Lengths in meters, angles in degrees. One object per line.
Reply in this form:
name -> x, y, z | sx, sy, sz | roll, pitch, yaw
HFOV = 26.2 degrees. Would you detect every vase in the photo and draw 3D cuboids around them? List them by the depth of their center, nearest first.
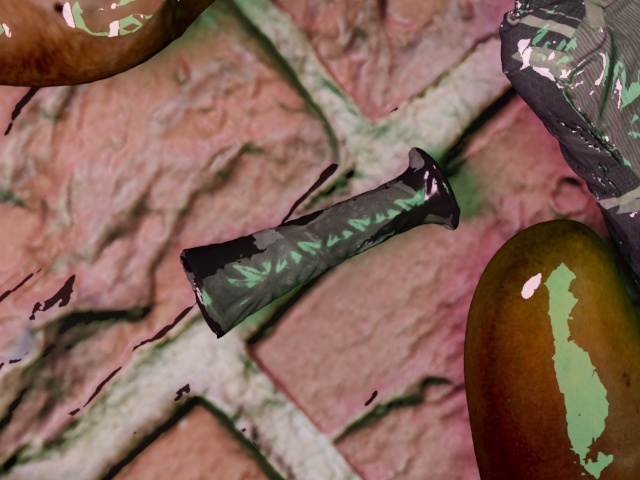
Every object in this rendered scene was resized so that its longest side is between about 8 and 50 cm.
vase -> 0.000, 0.000, 0.843 | 0.167, 0.059, 0.059 | -24, 103, -9

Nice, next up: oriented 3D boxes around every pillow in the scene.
pillow -> 0.235, -0.042, 0.875 | 0.161, 0.092, 0.335 | -36, 105, -15

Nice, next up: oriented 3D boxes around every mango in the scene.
mango -> 0.162, 0.114, 0.870 | 0.133, 0.111, 0.267 | -7, 103, 11

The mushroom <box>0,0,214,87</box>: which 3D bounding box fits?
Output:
mushroom -> -0.131, -0.221, 0.716 | 0.267, 0.254, 0.267 | 8, 70, -23
